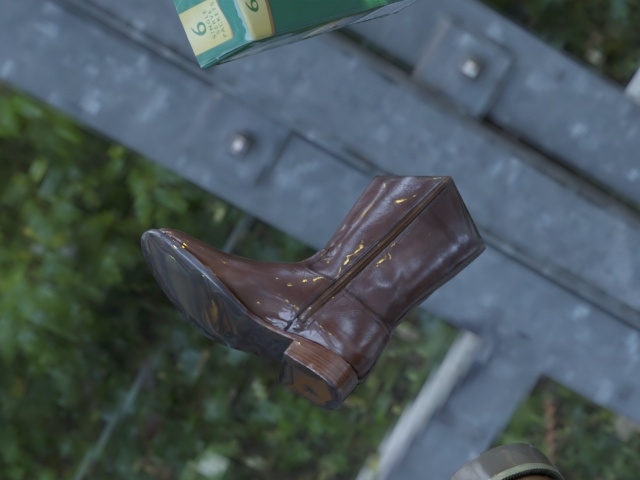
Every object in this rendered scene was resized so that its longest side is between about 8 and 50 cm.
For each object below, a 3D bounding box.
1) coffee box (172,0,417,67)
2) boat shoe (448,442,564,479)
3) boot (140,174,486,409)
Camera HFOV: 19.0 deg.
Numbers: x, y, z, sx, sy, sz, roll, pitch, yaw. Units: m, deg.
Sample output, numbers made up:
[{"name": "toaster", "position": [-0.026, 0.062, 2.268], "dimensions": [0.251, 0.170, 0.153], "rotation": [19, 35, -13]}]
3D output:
[{"name": "coffee box", "position": [-0.015, -0.158, 0.969], "dimensions": [0.040, 0.113, 0.184], "rotation": [-21, 1, 37]}, {"name": "boat shoe", "position": [0.139, 0.265, 1.172], "dimensions": [0.111, 0.307, 0.104], "rotation": [-28, 41, -9]}, {"name": "boot", "position": [0.000, 0.000, 0.768], "dimensions": [0.114, 0.106, 0.037], "rotation": [-48, -7, -32]}]
